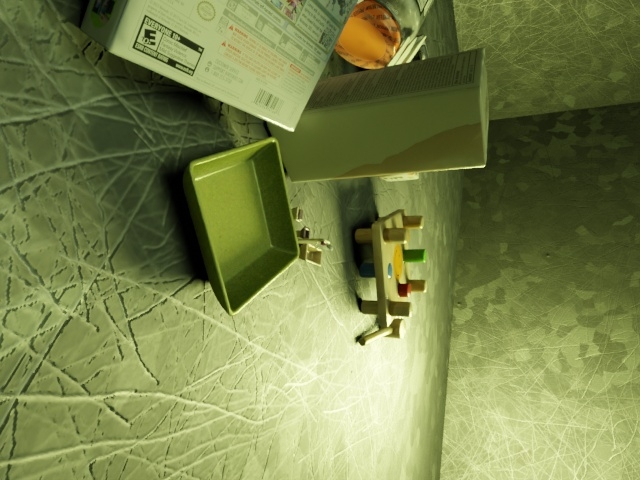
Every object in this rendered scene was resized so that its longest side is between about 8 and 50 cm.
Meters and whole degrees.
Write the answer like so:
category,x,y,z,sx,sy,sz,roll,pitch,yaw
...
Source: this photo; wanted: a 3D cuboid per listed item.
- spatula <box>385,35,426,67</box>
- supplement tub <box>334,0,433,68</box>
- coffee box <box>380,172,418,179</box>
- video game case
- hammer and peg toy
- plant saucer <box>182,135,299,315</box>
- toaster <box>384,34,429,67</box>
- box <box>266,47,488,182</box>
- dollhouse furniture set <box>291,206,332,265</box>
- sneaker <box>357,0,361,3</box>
category,x,y,z,sx,sy,sz,roll,pitch,yaw
spatula,0.128,-0.322,0.867,0.019,0.242,0.168,39,36,-1
supplement tub,0.145,-0.530,0.845,0.315,0.194,0.193,-63,147,-13
coffee box,0.189,-0.245,1.091,0.247,0.098,0.140,-1,90,-64
video game case,-0.069,-0.269,0.433,0.270,0.061,0.244,3,121,-59
hammer and peg toy,0.193,0.112,1.060,0.266,0.128,0.360,-25,112,-62
plant saucer,-0.103,-0.028,0.540,0.188,0.045,0.188,-42,127,-57
toaster,0.209,-0.421,1.055,0.185,0.110,0.167,-124,-170,-64
box,0.092,-0.188,0.642,0.147,0.312,0.121,-65,144,-41
dollhouse furniture set,0.000,0.000,0.712,0.114,0.081,0.090,29,64,-61
sneaker,-0.024,-0.342,0.580,0.102,0.161,0.281,64,37,-45
